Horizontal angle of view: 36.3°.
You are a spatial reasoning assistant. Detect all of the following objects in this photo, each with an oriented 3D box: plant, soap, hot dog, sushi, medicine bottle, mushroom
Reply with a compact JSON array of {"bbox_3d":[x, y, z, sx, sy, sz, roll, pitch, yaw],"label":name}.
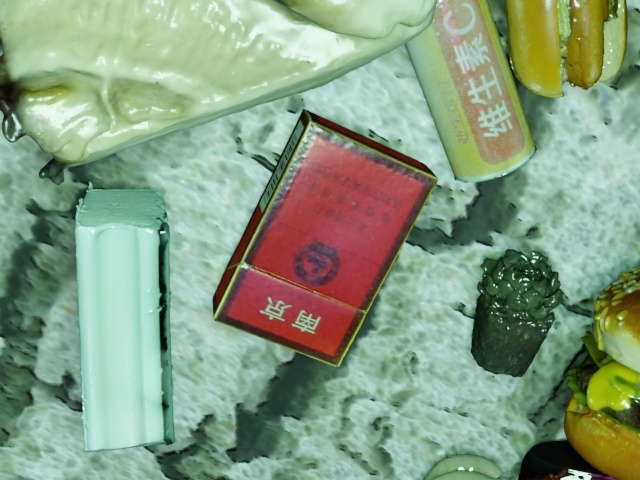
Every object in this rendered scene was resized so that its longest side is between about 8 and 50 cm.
[{"bbox_3d":[0.215,0.079,1.096,0.095,0.092,0.143,13,114,-4],"label":"plant"},{"bbox_3d":[-0.200,0.077,1.000,0.094,0.150,0.261,-2,110,-11],"label":"soap"},{"bbox_3d":[0.235,-0.305,0.938,0.135,0.100,0.337,-17,112,-18],"label":"hot dog"},{"bbox_3d":[0.344,0.318,1.175,0.225,0.136,0.126,3,101,-4],"label":"sushi"},{"bbox_3d":[0.106,-0.262,0.946,0.108,0.108,0.426,-24,113,1],"label":"medicine bottle"},{"bbox_3d":[-0.108,-0.248,0.869,0.398,0.224,0.313,-16,97,-1],"label":"mushroom"}]

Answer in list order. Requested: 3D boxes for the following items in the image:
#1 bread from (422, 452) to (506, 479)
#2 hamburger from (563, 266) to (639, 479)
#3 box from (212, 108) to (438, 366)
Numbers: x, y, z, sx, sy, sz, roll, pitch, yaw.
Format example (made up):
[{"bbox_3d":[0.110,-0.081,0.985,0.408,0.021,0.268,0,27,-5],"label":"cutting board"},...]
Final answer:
[{"bbox_3d":[0.143,0.420,1.205,0.183,0.102,0.337,-4,113,-2],"label":"bread"},{"bbox_3d":[0.413,0.144,1.051,0.291,0.291,0.225,4,104,-10],"label":"hamburger"},{"bbox_3d":[0.000,0.000,1.043,0.153,0.074,0.239,22,106,-19],"label":"box"}]
